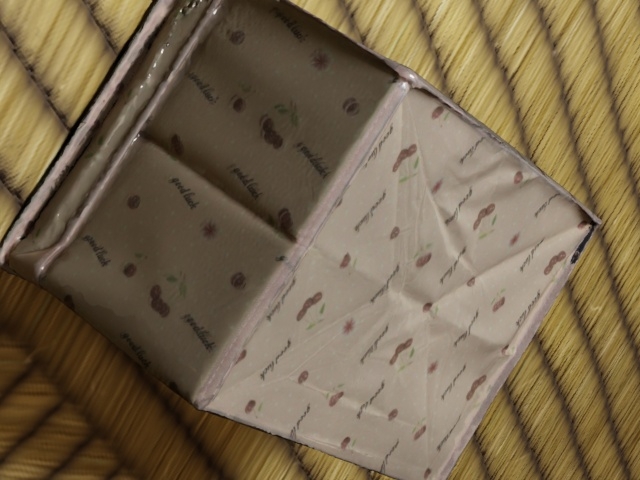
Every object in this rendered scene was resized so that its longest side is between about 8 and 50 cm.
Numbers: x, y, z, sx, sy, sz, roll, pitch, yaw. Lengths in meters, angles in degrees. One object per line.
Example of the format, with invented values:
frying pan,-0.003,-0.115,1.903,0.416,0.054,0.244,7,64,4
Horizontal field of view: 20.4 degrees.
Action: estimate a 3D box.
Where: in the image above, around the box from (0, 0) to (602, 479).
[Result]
box,0.000,0.000,1.104,0.225,0.190,0.297,-58,147,3
